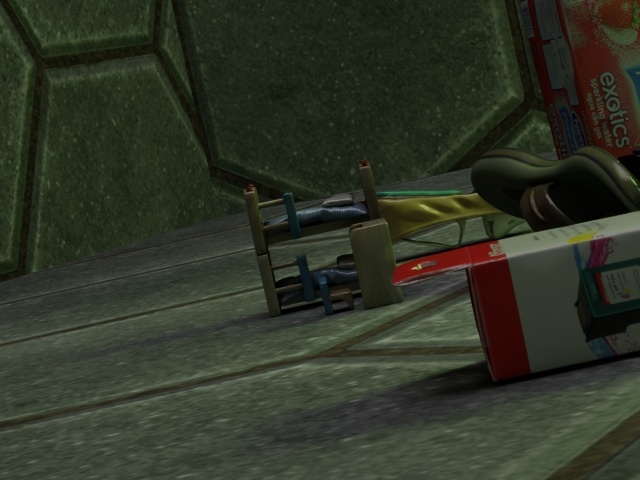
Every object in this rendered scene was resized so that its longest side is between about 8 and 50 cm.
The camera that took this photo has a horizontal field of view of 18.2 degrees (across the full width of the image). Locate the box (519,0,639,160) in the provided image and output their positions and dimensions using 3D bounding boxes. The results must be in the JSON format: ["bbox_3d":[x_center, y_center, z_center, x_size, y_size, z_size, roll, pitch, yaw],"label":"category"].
[{"bbox_3d":[0.293,-0.131,1.935,0.122,0.257,0.128,-15,4,-10],"label":"box"}]

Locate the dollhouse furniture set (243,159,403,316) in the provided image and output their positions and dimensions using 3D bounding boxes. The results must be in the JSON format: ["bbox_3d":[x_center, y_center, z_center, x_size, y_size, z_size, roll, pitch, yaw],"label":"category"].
[{"bbox_3d":[0.000,0.000,1.910,0.129,0.129,0.184,-13,4,0],"label":"dollhouse furniture set"}]

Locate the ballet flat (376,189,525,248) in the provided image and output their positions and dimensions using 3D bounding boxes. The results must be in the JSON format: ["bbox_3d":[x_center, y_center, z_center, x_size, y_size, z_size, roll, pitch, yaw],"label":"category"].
[{"bbox_3d":[0.171,-0.030,2.276,0.232,0.073,0.080,-6,-1,0],"label":"ballet flat"}]

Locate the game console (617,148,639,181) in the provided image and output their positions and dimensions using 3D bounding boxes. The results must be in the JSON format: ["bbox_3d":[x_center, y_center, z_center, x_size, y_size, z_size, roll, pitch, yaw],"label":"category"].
[{"bbox_3d":[0.438,-0.082,1.727,0.361,0.044,0.213,-5,-10,12],"label":"game console"}]

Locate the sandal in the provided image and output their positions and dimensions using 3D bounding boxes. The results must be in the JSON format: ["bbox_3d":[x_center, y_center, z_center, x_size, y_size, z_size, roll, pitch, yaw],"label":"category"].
[{"bbox_3d":[0.225,-0.019,1.799,0.086,0.120,0.303,-53,21,-13],"label":"sandal"}]

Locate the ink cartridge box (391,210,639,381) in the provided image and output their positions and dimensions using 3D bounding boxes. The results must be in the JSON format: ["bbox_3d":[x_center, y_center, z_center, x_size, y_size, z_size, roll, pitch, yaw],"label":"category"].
[{"bbox_3d":[0.165,0.031,1.266,0.231,0.078,0.134,-12,3,4],"label":"ink cartridge box"}]
